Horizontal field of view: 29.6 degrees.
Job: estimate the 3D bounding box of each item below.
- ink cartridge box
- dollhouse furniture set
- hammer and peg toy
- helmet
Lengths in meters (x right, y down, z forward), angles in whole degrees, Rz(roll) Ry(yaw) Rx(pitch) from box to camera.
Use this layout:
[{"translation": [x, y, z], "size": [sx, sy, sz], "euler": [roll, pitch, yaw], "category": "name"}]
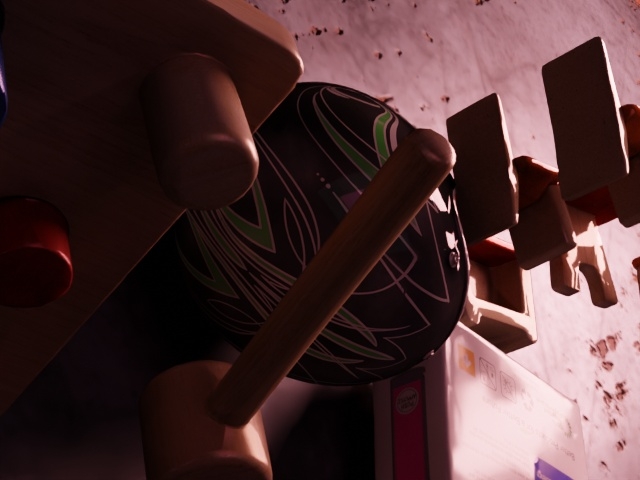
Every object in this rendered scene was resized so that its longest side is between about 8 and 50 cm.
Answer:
[{"translation": [0.109, 0.238, 0.719], "size": [0.176, 0.069, 0.370], "euler": [35, 41, -40], "category": "ink cartridge box"}, {"translation": [0.174, -0.024, 0.821], "size": [0.262, 0.259, 0.135], "euler": [19, 55, -40], "category": "dollhouse furniture set"}, {"translation": [-0.133, -0.023, 0.480], "size": [0.361, 0.266, 0.127], "euler": [25, 31, -35], "category": "hammer and peg toy"}, {"translation": [0.000, 0.000, 0.693], "size": [0.169, 0.169, 0.161], "euler": [40, 27, -23], "category": "helmet"}]
